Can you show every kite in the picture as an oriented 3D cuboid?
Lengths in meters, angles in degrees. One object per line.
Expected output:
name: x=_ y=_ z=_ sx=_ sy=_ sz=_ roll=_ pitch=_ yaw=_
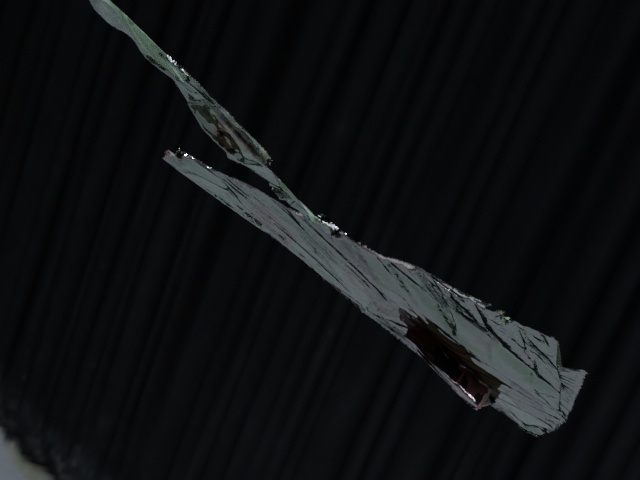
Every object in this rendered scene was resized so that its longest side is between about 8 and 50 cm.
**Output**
kite: x=0.001 y=-0.001 z=0.501 sx=0.229 sy=0.012 sz=0.250 roll=27 pitch=-15 yaw=50
